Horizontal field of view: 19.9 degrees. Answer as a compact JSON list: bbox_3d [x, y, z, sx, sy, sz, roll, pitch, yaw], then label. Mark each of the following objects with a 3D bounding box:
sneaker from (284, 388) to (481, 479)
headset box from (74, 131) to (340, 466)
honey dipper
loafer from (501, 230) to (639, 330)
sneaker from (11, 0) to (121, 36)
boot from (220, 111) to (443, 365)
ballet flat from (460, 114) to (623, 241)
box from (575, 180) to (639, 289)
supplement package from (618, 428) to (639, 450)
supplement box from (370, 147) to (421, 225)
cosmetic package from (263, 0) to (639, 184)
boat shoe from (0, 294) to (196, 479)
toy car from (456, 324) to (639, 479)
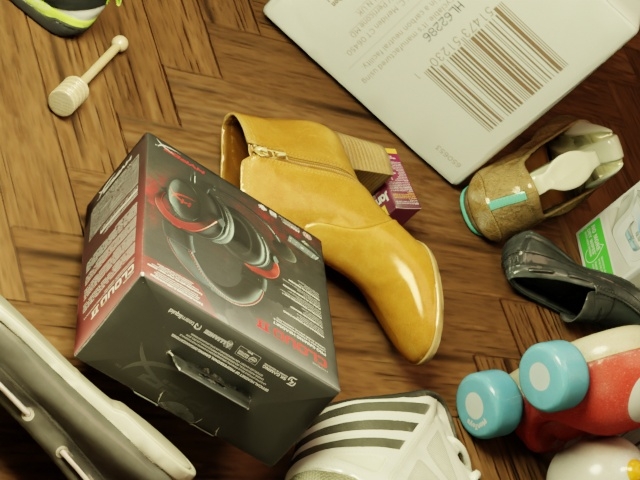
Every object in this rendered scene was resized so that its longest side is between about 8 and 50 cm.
[{"bbox_3d":[0.164,0.283,1.742,0.447,0.169,0.257,30,42,-19],"label":"sneaker"},{"bbox_3d":[-0.103,0.058,1.667,0.218,0.110,0.293,32,24,-20],"label":"headset box"},{"bbox_3d":[-0.233,-0.175,1.874,0.030,0.030,0.161,43,35,-7],"label":"honey dipper"},{"bbox_3d":[0.309,0.069,2.169,0.223,0.076,0.078,28,46,-18],"label":"loafer"},{"bbox_3d":[-0.306,-0.306,1.861,0.234,0.097,0.084,33,39,-20],"label":"sneaker"},{"bbox_3d":[0.000,-0.001,1.911,0.211,0.104,0.295,5,53,-33],"label":"boot"},{"bbox_3d":[0.299,-0.090,2.249,0.342,0.124,0.116,-26,95,-53],"label":"ballet flat"},{"bbox_3d":[0.497,0.012,2.276,0.262,0.231,0.127,23,43,-31],"label":"box"},{"bbox_3d":[0.476,0.212,2.093,0.261,0.204,0.145,17,47,-35],"label":"supplement package"},{"bbox_3d":[0.069,-0.056,2.051,0.043,0.055,0.083,1,56,-43],"label":"supplement box"},{"bbox_3d":[0.195,-0.351,2.217,0.327,0.329,0.394,41,36,-9],"label":"cosmetic package"},{"bbox_3d":[-0.255,0.123,1.524,0.335,0.095,0.112,42,-3,-3],"label":"boat shoe"},{"bbox_3d":[0.302,0.225,1.928,0.219,0.210,0.238,-7,75,-37],"label":"toy car"}]
